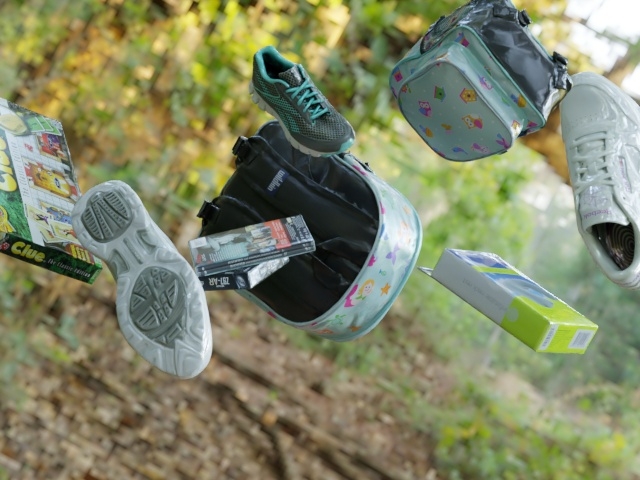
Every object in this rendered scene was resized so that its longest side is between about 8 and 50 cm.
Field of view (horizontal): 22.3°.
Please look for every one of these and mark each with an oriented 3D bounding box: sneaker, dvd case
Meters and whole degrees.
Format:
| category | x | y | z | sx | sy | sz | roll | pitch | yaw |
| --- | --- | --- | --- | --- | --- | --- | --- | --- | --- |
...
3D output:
| category | x | y | z | sx | sy | sz | roll | pitch | yaw |
| --- | --- | --- | --- | --- | --- | --- | --- | --- | --- |
| sneaker | -0.026 | -0.158 | 1.820 | 0.166 | 0.065 | 0.076 | 40 | -25 | 30 |
| sneaker | -0.155 | 0.046 | 1.598 | 0.232 | 0.090 | 0.115 | 61 | 7 | 32 |
| sneaker | 0.388 | -0.082 | 2.164 | 0.114 | 0.305 | 0.152 | -19 | -6 | 25 |
| dvd case | -0.070 | 0.005 | 1.616 | 0.119 | 0.013 | 0.087 | -12 | 20 | -6 |

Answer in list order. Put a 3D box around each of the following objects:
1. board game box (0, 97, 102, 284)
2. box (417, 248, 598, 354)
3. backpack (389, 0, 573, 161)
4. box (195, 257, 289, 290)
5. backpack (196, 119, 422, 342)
| category | x | y | z | sx | sy | sz | roll | pitch | yaw |
| --- | --- | --- | --- | --- | --- | --- | --- | --- | --- |
| board game box | -0.316 | -0.065 | 1.728 | 0.136 | 0.030 | 0.260 | 19 | 30 | -35 |
| box | 0.203 | 0.061 | 1.773 | 0.178 | 0.042 | 0.109 | 37 | 18 | 34 |
| backpack | 0.171 | -0.175 | 1.870 | 0.166 | 0.144 | 0.188 | 46 | -26 | -13 |
| box | -0.079 | 0.027 | 1.614 | 0.067 | 0.018 | 0.083 | -4 | 16 | 28 |
| backpack | 0.000 | 0.000 | 1.979 | 0.191 | 0.225 | 0.253 | 26 | 7 | -47 |
